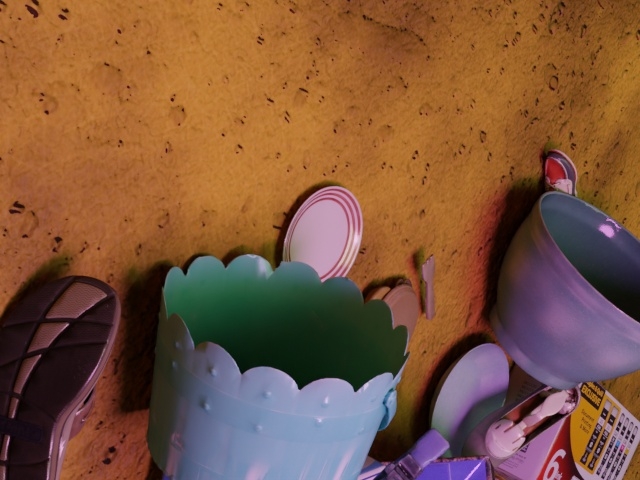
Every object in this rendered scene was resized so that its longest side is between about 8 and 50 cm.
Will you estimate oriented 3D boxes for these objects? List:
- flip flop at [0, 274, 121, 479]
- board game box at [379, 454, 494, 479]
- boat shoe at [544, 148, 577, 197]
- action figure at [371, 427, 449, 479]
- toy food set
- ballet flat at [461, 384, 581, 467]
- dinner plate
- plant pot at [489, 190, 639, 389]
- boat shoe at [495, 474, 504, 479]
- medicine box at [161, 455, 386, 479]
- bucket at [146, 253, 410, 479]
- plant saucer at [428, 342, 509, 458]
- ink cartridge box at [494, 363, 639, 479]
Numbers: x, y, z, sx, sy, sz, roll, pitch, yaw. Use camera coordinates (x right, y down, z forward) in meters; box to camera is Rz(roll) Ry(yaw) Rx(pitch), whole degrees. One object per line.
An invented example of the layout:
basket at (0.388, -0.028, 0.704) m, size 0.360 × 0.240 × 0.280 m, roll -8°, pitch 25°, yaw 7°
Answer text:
flip flop at (-0.269, 0.165, 1.152) m, size 0.080 × 0.112 × 0.277 m, roll 4°, pitch 102°, yaw -76°
board game box at (0.170, 0.416, 1.577) m, size 0.291 × 0.141 × 0.232 m, roll 53°, pitch 32°, yaw -74°
boat shoe at (0.366, -0.084, 1.806) m, size 0.043 × 0.049 × 0.137 m, roll -47°, pitch 141°, yaw -22°
action figure at (0.056, 0.382, 1.275) m, size 0.341 × 0.178 × 0.330 m, roll -41°, pitch 158°, yaw -15°
toy food set at (0.089, 0.110, 1.588) m, size 0.192 × 0.038 × 0.132 m, roll -43°, pitch 142°, yaw -36°
ballet flat at (0.305, 0.276, 1.781) m, size 0.213 × 0.072 × 0.068 m, roll -33°, pitch 176°, yaw -13°
dinner plate at (0.000, 0.000, 1.444) m, size 0.141 × 0.017 × 0.141 m, roll -24°, pitch 124°, yaw -42°
plant pot at (0.376, 0.096, 1.743) m, size 0.293 × 0.293 × 0.196 m, roll 2°, pitch 135°, yaw -49°
boat shoe at (0.291, 0.465, 1.964) m, size 0.049 × 0.056 × 0.152 m, roll -27°, pitch 116°, yaw -33°
medicine box at (-0.073, 0.400, 1.415) m, size 0.263 × 0.149 × 0.289 m, roll -5°, pitch 110°, yaw -55°
bucket at (-0.053, 0.153, 1.259) m, size 0.281 × 0.281 × 0.183 m, roll -11°, pitch 123°, yaw -46°
plant saucer at (0.216, 0.242, 1.786) m, size 0.195 × 0.037 × 0.195 m, roll -23°, pitch 122°, yaw -42°
ink cartridge box at (0.421, 0.307, 1.979) m, size 0.309 × 0.130 × 0.271 m, roll 38°, pitch 76°, yaw -50°
